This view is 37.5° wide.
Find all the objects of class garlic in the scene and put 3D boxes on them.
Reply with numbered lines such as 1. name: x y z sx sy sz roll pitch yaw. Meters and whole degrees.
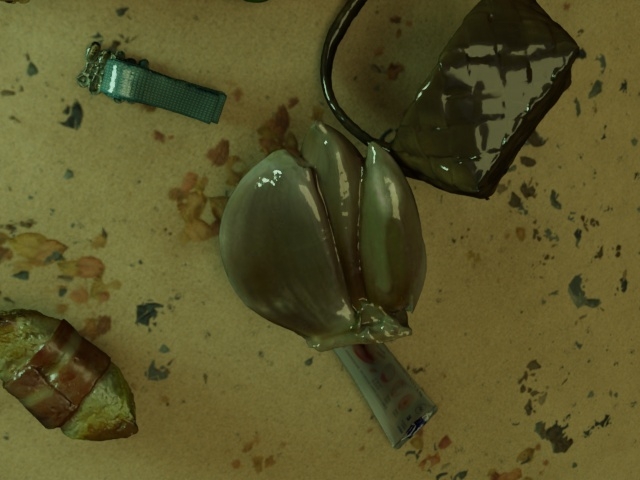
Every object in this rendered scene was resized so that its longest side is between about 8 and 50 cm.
1. garlic: 0.000 0.000 1.262 0.278 0.132 0.325 -14 103 13

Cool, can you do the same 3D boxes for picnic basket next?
1. picnic basket: 0.157 -0.232 1.262 0.337 0.337 0.293 31 98 -29

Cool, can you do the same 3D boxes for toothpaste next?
1. toothpaste: 0.081 0.196 1.449 0.100 0.066 0.323 -43 122 -13

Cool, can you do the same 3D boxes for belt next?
1. belt: -0.207 -0.191 1.200 0.179 0.100 0.065 14 98 -43

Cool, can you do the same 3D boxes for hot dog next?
1. hot dog: -0.342 0.169 1.225 0.123 0.093 0.261 -43 103 2

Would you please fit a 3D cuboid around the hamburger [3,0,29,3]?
1. hamburger: -0.341 -0.397 0.997 0.300 0.176 0.300 -10 116 -20

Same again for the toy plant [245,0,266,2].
1. toy plant: -0.105 -0.354 1.179 0.162 0.093 0.093 14 99 -27
